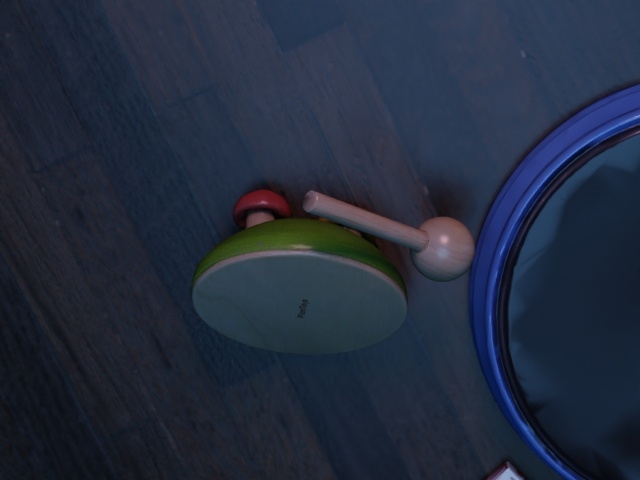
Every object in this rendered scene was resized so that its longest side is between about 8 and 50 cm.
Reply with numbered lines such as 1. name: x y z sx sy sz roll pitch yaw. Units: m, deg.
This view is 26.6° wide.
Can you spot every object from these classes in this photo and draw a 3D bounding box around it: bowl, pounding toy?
1. bowl: 0.321 0.058 1.140 0.391 0.077 0.391 1 102 6
2. pounding toy: 0.000 0.000 1.139 0.183 0.110 0.237 22 145 -28

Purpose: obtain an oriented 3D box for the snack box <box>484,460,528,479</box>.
1. snack box: 0.209 0.283 1.228 0.178 0.022 0.064 45 102 -4
